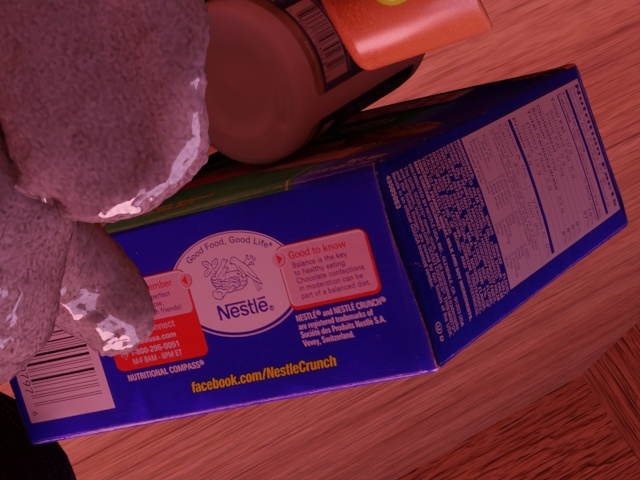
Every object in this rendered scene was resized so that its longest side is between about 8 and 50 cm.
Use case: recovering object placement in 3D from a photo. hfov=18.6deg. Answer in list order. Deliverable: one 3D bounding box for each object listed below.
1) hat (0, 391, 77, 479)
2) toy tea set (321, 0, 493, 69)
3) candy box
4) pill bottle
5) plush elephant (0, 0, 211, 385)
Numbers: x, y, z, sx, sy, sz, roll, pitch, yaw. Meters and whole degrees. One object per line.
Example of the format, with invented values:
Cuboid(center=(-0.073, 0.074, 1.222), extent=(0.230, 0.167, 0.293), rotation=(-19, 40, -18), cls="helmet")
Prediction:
Cuboid(center=(-0.275, 0.135, 1.026), extent=(0.331, 0.331, 0.134), rotation=(-24, 139, -31), cls="hat")
Cuboid(center=(0.015, -0.182, 0.700), extent=(0.124, 0.200, 0.336), rotation=(-26, 167, 7), cls="toy tea set")
Cuboid(center=(0.000, 0.000, 1.153), extent=(0.268, 0.122, 0.317), rotation=(-13, -173, 29), cls="candy box")
Cuboid(center=(0.002, -0.115, 1.096), extent=(0.169, 0.094, 0.094), rotation=(-34, 171, -45), cls="pill bottle")
Cuboid(center=(-0.150, -0.043, 0.681), extent=(0.272, 0.255, 0.330), rotation=(-37, 166, 17), cls="plush elephant")
